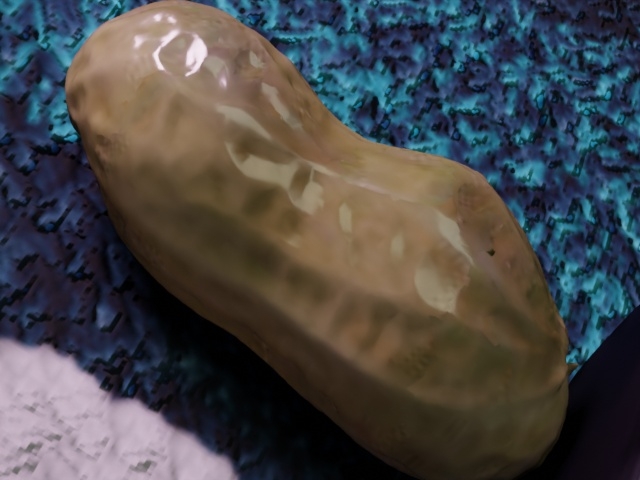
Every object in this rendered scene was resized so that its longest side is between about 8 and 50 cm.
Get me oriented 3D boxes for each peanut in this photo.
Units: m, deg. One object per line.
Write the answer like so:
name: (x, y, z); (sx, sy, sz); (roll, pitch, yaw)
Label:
peanut: (0.000, 0.000, 0.568); (0.214, 0.098, 0.090); (37, 40, 1)

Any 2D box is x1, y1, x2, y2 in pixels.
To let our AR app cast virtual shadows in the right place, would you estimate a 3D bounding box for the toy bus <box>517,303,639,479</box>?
toy bus: (0.114, 0.146, 0.501); (0.147, 0.127, 0.302); (41, 39, -5)
